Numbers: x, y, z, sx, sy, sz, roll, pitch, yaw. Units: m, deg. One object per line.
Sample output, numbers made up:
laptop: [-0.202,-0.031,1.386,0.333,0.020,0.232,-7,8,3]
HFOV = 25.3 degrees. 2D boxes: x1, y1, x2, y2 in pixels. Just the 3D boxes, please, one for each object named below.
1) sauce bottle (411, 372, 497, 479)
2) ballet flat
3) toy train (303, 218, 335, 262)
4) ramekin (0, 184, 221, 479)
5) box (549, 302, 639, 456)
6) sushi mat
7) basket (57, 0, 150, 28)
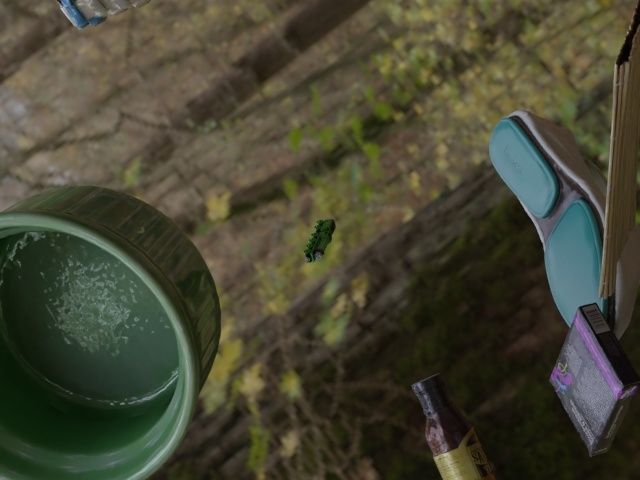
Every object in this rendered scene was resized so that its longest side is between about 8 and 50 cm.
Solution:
sauce bottle: [0.111,0.171,1.155,0.042,0.042,0.128,134,112,-79]
ballet flat: [0.343,-0.025,1.837,0.139,0.139,0.400,63,-175,-47]
toy train: [0.000,0.000,1.630,0.083,0.024,0.017,-68,-32,-57]
ramekin: [-0.246,0.091,1.429,0.303,0.303,0.148,53,-157,-10]
box: [0.322,0.166,1.682,0.162,0.029,0.116,100,152,-52]
sushi mat: [0.330,-0.096,1.539,0.019,0.151,0.316,9,132,17]
basket: [-0.172,-0.359,1.418,0.254,0.289,0.201,52,-168,-20]
